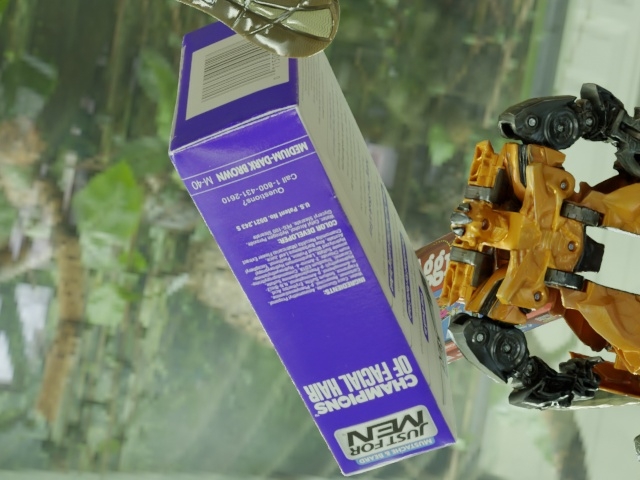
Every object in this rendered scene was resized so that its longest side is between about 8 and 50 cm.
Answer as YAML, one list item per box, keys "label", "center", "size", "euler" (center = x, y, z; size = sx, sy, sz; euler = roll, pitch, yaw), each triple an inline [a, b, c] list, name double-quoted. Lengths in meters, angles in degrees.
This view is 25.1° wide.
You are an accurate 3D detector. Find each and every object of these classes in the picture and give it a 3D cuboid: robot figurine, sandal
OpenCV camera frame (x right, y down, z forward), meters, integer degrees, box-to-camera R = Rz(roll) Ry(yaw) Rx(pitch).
- label: "robot figurine"
  center: [0.200, 0.017, 0.958]
  size: [0.291, 0.211, 0.085]
  euler: [15, 179, -28]
- label: "sandal"
  center: [-0.063, -0.172, 0.841]
  size: [0.180, 0.072, 0.049]
  euler: [33, -145, 2]

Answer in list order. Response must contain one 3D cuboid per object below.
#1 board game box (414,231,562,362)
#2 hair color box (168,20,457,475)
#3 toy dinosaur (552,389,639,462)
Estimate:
- label: "board game box"
  center: [0.167, 0.047, 1.538]
  size: [0.027, 0.145, 0.281]
  euler: [20, 152, -26]
- label: "hair color box"
  center: [0.000, 0.000, 1.136]
  size: [0.110, 0.338, 0.185]
  euler: [-20, -148, 12]
- label: "toy dinosaur"
  center: [0.348, 0.161, 1.422]
  size: [0.268, 0.118, 0.064]
  euler: [-17, -160, -5]
